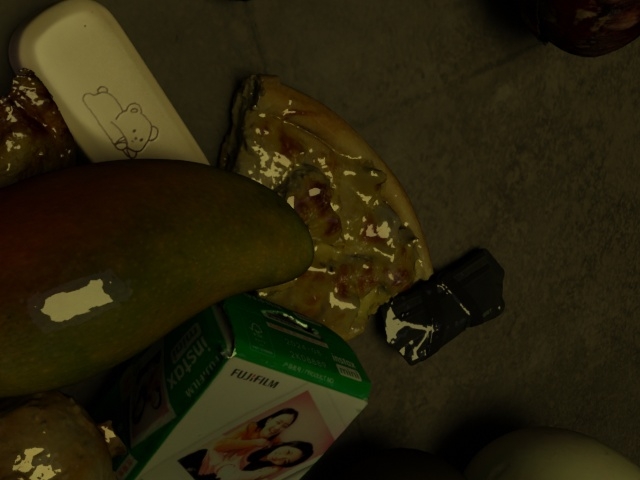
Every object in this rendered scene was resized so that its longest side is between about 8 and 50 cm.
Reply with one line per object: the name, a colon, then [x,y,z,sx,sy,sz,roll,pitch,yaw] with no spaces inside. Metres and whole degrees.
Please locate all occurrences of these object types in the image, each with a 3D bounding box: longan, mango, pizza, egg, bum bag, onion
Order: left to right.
mango: [-0.143,0.012,0.484,0.289,0.146,0.129,-23,130,-40]
pizza: [0.000,0.000,0.682,0.323,0.089,0.223,45,73,-36]
longan: [0.080,0.329,0.776,0.212,0.198,0.198,-32,121,-8]
bum bag: [0.151,0.079,0.841,0.197,0.049,0.087,-25,93,-28]
egg: [0.316,0.389,0.906,0.283,0.283,0.345,-47,118,-16]
onion: [0.298,-0.322,0.739,0.246,0.190,0.246,-47,146,-46]

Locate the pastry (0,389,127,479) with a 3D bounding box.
pastry: [-0.256,0.190,0.490,0.218,0.100,0.229,12,104,-1]

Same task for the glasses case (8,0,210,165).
glasses case: [-0.160,-0.095,0.553,0.083,0.050,0.196,-43,125,-16]

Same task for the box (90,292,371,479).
box: [-0.095,0.169,0.606,0.180,0.103,0.250,27,106,-37]

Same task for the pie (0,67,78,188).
pie: [-0.228,-0.027,0.509,0.191,0.033,0.088,-53,141,11]
